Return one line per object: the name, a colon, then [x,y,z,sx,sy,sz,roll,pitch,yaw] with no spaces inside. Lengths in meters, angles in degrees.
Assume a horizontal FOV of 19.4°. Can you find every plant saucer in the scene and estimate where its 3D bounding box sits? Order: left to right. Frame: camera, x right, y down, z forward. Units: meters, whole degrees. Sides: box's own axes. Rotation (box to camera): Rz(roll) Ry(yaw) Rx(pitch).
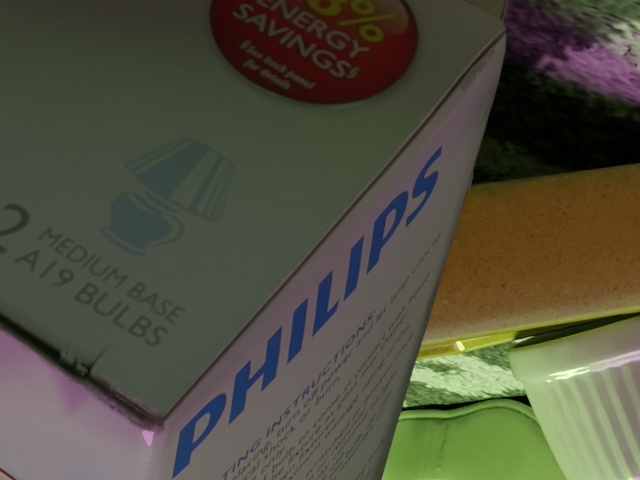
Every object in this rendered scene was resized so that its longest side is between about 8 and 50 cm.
plant saucer: [0.037,0.033,1.118,0.333,0.081,0.333,-8,173,-26]

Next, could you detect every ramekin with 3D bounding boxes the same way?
ramekin: [0.231,0.088,1.174,0.207,0.109,0.207,-18,178,-1]

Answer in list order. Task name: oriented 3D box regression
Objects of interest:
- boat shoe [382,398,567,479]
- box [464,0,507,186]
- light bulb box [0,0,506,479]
boat shoe: [0.182,0.232,1.846,0.113,0.127,0.340,20,164,-27]
box: [-0.076,-0.094,0.927,0.311,0.121,0.148,-2,159,41]
light bulb box: [-0.156,0.017,0.779,0.358,0.225,0.361,30,142,15]
